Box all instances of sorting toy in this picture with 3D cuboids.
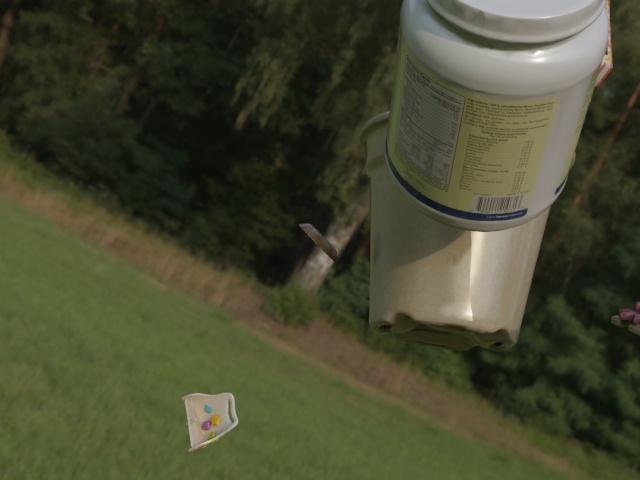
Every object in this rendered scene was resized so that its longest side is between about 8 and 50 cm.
[{"bbox_3d":[-0.151,0.251,1.513,0.045,0.075,0.083,36,33,-50],"label":"sorting toy"}]

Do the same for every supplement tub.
[{"bbox_3d":[0.202,-0.194,1.261,0.235,0.235,0.324,27,-36,19],"label":"supplement tub"}]

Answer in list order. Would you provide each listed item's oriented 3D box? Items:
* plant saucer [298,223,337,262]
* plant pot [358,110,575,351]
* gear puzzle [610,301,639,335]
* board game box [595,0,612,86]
[{"bbox_3d":[0.000,0.000,1.673,0.083,0.015,0.083,47,2,-2],"label":"plant saucer"},{"bbox_3d":[0.203,0.000,1.627,0.334,0.305,0.334,8,-14,2],"label":"plant pot"},{"bbox_3d":[0.542,0.099,1.299,0.339,0.044,0.175,2,7,-12],"label":"gear puzzle"},{"bbox_3d":[0.352,-0.324,1.574,0.147,0.193,0.045,21,-44,-9],"label":"board game box"}]
